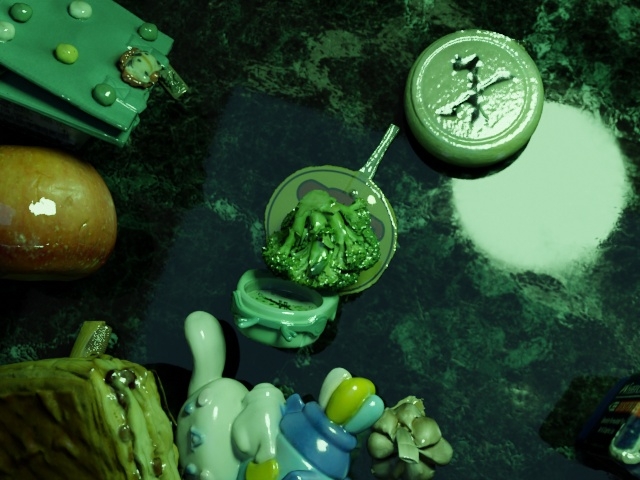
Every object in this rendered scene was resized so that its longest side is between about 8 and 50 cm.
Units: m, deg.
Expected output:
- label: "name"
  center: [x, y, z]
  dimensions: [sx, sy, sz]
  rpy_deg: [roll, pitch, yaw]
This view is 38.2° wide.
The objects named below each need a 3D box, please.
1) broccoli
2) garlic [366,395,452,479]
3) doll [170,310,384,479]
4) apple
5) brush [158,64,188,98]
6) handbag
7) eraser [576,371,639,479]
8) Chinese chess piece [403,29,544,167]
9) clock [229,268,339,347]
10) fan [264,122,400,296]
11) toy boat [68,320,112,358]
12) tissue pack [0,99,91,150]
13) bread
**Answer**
- label: "broccoli"
  center: [0.000, 0.000, 1.450]
  dimensions: [0.195, 0.156, 0.195]
  rpy_deg: [-16, 37, 12]
- label: "garlic"
  center: [0.137, 0.312, 1.390]
  dimensions: [0.131, 0.194, 0.127]
  rpy_deg: [-13, 89, -5]
- label: "doll"
  center: [-0.093, 0.321, 1.390]
  dimensions: [0.366, 0.187, 0.375]
  rpy_deg: [7, 105, 25]
- label: "apple"
  center: [-0.460, -0.039, 1.459]
  dimensions: [0.272, 0.251, 0.206]
  rpy_deg: [0, 79, -18]
- label: "brush"
  center: [-0.299, -0.326, 1.610]
  dimensions: [0.034, 0.027, 0.190]
  rpy_deg: [-38, 79, -4]
- label: "handbag"
  center: [-0.372, -0.294, 1.397]
  dimensions: [0.274, 0.100, 0.268]
  rpy_deg: [26, 40, -11]
- label: "eraser"
  center: [0.454, 0.259, 1.294]
  dimensions: [0.102, 0.332, 0.155]
  rpy_deg: [35, 85, 10]
- label: "Chinese chess piece"
  center: [0.250, -0.237, 1.518]
  dimensions: [0.238, 0.092, 0.237]
  rpy_deg: [-1, 79, 5]
- label: "clock"
  center: [-0.065, 0.110, 1.425]
  dimensions: [0.159, 0.211, 0.066]
  rpy_deg: [14, 108, 9]
- label: "fan"
  center: [0.038, -0.054, 1.544]
  dimensions: [0.230, 0.011, 0.335]
  rpy_deg: [30, 84, 8]
- label: "toy boat"
  center: [-0.385, 0.202, 1.515]
  dimensions: [0.049, 0.047, 0.149]
  rpy_deg: [18, 87, 8]
- label: "tissue pack"
  center: [-0.486, -0.293, 1.534]
  dimensions: [0.333, 0.123, 0.245]
  rpy_deg: [19, 46, 9]
- label: "bread"
  center: [-0.362, 0.289, 1.394]
  dimensions: [0.325, 0.167, 0.277]
  rpy_deg: [-9, 103, 25]
